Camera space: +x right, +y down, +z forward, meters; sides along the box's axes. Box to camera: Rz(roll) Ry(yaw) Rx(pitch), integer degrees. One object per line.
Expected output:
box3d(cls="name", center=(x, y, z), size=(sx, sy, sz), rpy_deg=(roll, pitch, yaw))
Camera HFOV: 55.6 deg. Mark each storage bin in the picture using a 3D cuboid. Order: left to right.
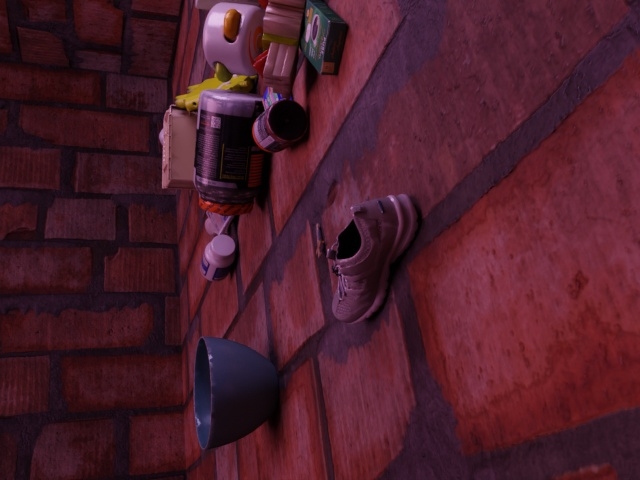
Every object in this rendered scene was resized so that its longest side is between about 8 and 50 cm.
box3d(cls="storage bin", center=(-0.393, -0.307, 2.053), size=(0.123, 0.262, 0.261), rpy_deg=(165, 105, -68))

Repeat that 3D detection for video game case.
box3d(cls="video game case", center=(-0.348, -0.113, 2.165), size=(0.143, 0.019, 0.157), rpy_deg=(-56, 41, 18))

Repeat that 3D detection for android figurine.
box3d(cls="android figurine", center=(-0.328, -0.484, 1.937), size=(0.248, 0.272, 0.056), rpy_deg=(-60, -44, -48))

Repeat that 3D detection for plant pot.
box3d(cls="plant pot", center=(-0.223, 0.401, 1.632), size=(0.290, 0.195, 0.290), rpy_deg=(-179, 90, -70))

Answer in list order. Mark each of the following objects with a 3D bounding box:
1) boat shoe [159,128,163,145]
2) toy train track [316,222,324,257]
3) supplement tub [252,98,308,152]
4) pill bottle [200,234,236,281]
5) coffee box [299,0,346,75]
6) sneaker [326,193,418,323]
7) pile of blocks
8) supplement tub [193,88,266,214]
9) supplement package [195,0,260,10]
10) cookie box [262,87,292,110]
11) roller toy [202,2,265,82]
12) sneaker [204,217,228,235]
box3d(cls="boat shoe", center=(-0.433, -0.298, 2.191), size=(0.121, 0.335, 0.119), rpy_deg=(-46, 49, 7))
box3d(cls="toy train track", center=(0.000, 0.000, 1.314), size=(0.048, 0.014, 0.083), rpy_deg=(109, 161, -56))
box3d(cls="supplement tub", center=(-0.106, -0.275, 1.491), size=(0.198, 0.106, 0.106), rpy_deg=(175, 96, -71))
box3d(cls="pill bottle", center=(-0.362, 0.060, 2.161), size=(0.187, 0.112, 0.112), rpy_deg=(124, 142, -55))
box3d(cls="coffee box", center=(0.002, -0.435, 1.293), size=(0.184, 0.040, 0.113), rpy_deg=(-117, 32, -53))
box3d(cls="sneaker", center=(0.056, 0.031, 1.003), size=(0.105, 0.115, 0.281), rpy_deg=(-109, 28, -44))
box3d(cls="pile of blocks", center=(-0.091, -0.517, 1.388), size=(0.149, 0.112, 0.362), rpy_deg=(-78, 0, -82))
box3d(cls="supplement tub", center=(-0.261, -0.258, 1.766), size=(0.207, 0.207, 0.338), rpy_deg=(-134, 49, -63))
box3d(cls="supplement package", center=(-0.276, -0.870, 1.859), size=(0.199, 0.198, 0.263), rpy_deg=(142, 126, -66))
box3d(cls="cookie box", center=(-0.112, -0.359, 1.584), size=(0.107, 0.040, 0.092), rpy_deg=(133, 123, -63))
box3d(cls="roller toy", center=(-0.227, -0.565, 1.704), size=(0.191, 0.146, 0.209), rpy_deg=(-63, -21, -46))
box3d(cls="sneaker", center=(-0.382, -0.050, 2.283), size=(0.212, 0.080, 0.094), rpy_deg=(130, 132, -57))
